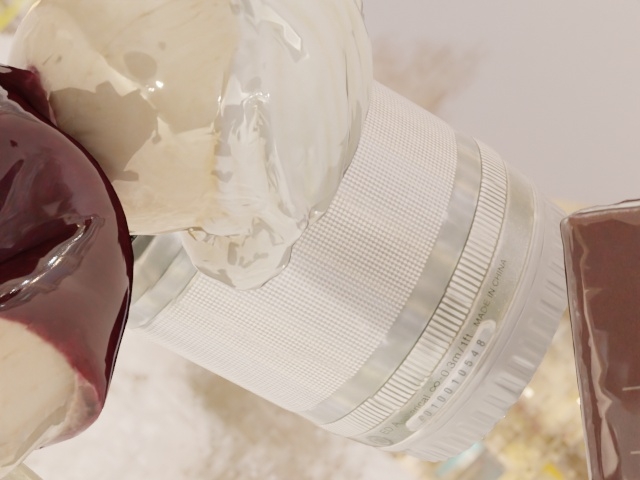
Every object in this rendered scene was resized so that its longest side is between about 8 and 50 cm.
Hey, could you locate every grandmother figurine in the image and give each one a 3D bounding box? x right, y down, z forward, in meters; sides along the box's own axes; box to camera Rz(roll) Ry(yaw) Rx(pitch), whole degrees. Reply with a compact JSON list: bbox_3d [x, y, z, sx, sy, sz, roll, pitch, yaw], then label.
[{"bbox_3d":[-0.122,0.004,0.363,0.208,0.342,0.104,33,-46,38],"label":"grandmother figurine"}]

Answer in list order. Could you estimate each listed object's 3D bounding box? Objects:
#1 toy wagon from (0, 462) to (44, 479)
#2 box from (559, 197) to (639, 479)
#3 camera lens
[{"bbox_3d":[-0.288,0.206,0.906,0.267,0.344,0.068,28,-51,46],"label":"toy wagon"},{"bbox_3d":[0.188,0.176,0.720,0.191,0.143,0.381,38,45,-78],"label":"box"},{"bbox_3d":[0.000,0.000,1.142,0.274,0.219,0.219,29,3,-17],"label":"camera lens"}]
